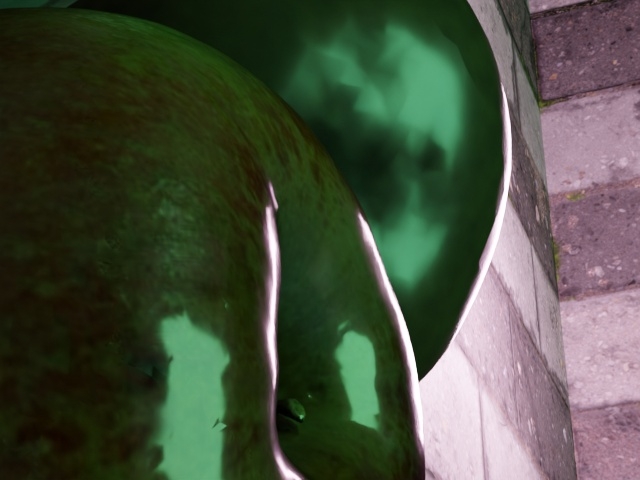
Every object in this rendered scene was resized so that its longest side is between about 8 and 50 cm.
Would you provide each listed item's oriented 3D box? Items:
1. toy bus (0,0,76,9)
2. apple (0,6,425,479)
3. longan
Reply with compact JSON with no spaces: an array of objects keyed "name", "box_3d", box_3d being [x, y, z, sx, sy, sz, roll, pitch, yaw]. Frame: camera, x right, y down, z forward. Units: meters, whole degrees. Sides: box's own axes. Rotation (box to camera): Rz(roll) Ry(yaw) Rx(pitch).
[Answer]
[{"name":"toy bus","box_3d":[-0.183,-0.187,0.572,0.294,0.232,0.197,33,48,-66]},{"name":"apple","box_3d":[-0.111,0.081,0.563,0.348,0.277,0.348,-13,90,-71]},{"name":"longan","box_3d":[-0.036,-0.042,0.841,0.319,0.319,0.318,-11,90,-73]}]
